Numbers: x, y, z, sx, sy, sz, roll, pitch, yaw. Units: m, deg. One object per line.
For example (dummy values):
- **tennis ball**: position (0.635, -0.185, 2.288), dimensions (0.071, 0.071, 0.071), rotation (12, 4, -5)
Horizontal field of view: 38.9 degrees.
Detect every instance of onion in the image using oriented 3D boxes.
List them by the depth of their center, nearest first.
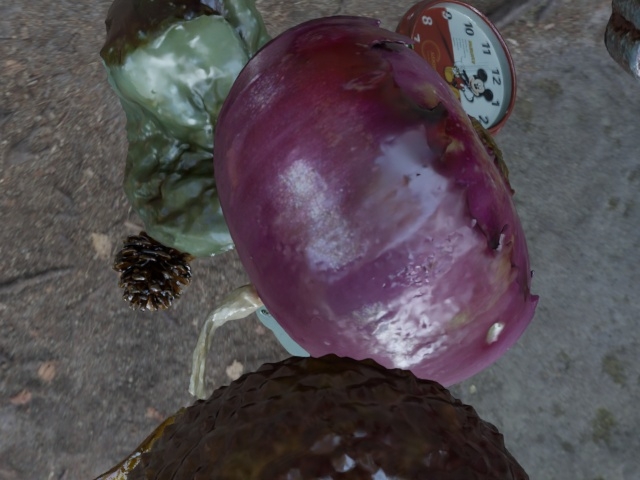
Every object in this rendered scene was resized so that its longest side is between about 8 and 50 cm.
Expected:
- **onion**: position (0.026, -0.030, 0.845), dimensions (0.344, 0.358, 0.358), rotation (-7, 105, 0)

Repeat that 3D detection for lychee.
- **lychee**: position (0.005, 0.191, 0.570), dimensions (0.260, 0.260, 0.261), rotation (-2, 104, -7)

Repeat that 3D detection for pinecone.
- **pinecone**: position (-0.329, 0.063, 1.773), dimensions (0.173, 0.173, 0.174), rotation (-2, 104, -7)

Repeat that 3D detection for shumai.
- **shumai**: position (-0.121, -0.193, 1.146), dimensions (0.324, 0.397, 0.323), rotation (-11, 120, 24)

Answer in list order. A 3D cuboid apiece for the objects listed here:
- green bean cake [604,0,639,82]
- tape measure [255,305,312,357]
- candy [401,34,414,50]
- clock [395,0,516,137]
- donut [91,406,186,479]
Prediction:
- **green bean cake**: position (0.391, -0.256, 0.863), dimensions (0.198, 0.097, 0.233), rotation (3, 122, -11)
- **tape measure**: position (0.025, 0.128, 1.529), dimensions (0.243, 0.125, 0.246), rotation (1, 141, 28)
- **candy**: position (0.093, -0.282, 1.437), dimensions (0.123, 0.035, 0.035), rotation (-30, 84, 18)
- **clock**: position (0.274, -0.347, 1.869), dimensions (0.318, 0.080, 0.319), rotation (10, 71, -33)
- **donut**: position (-0.206, 0.288, 1.076), dimensions (0.074, 0.174, 0.190), rotation (41, 52, 9)
